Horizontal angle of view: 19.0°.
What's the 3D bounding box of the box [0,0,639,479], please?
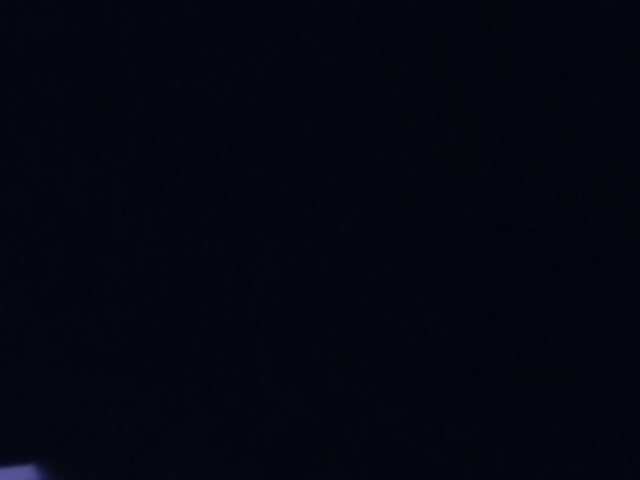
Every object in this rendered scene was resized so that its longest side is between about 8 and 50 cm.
[{"bbox_3d":[0.000,0.000,0.635,0.472,0.297,0.480,103,168,-53],"label":"box"}]
